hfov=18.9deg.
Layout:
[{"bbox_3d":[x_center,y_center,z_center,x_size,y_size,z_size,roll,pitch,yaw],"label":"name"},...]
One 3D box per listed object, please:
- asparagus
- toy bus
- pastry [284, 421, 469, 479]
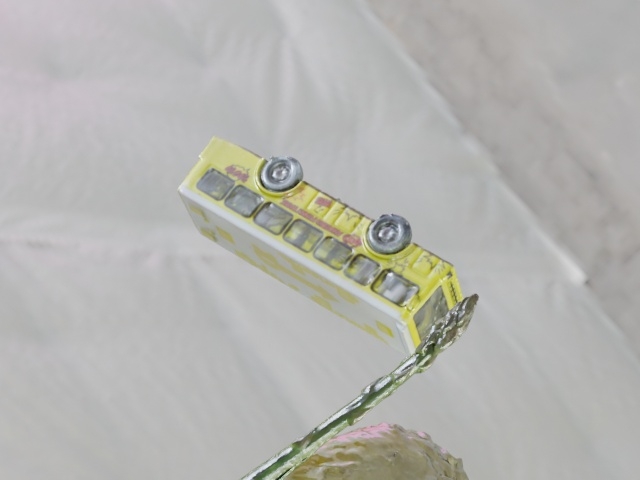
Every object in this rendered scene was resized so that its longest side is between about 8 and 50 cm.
[{"bbox_3d":[0.017,0.113,1.256,0.023,0.233,0.022,53,-170,19],"label":"asparagus"},{"bbox_3d":[0.000,0.000,1.433,0.226,0.074,0.081,31,160,24],"label":"toy bus"},{"bbox_3d":[-0.013,0.258,1.498,0.136,0.329,0.330,52,-157,20],"label":"pastry"}]
